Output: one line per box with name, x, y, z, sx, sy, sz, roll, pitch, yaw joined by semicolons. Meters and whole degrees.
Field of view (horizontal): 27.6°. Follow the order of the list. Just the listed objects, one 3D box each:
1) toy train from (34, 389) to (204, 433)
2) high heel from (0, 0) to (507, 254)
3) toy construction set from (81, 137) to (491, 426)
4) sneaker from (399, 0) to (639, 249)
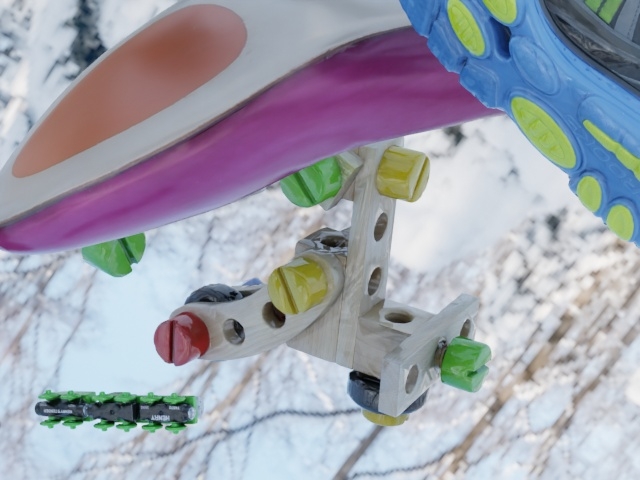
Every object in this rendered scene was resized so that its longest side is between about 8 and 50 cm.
toy train;-0.087;0.073;0.564;0.083;0.017;0.023;-2;-179;27
high heel;0.039;-0.052;0.609;0.181;0.377;0.127;61;-175;-35
toy construction set;0.000;0.000;0.859;0.237;0.257;0.309;25;-177;27
sneaker;0.092;-0.078;0.461;0.188;0.067;0.078;49;-121;1
